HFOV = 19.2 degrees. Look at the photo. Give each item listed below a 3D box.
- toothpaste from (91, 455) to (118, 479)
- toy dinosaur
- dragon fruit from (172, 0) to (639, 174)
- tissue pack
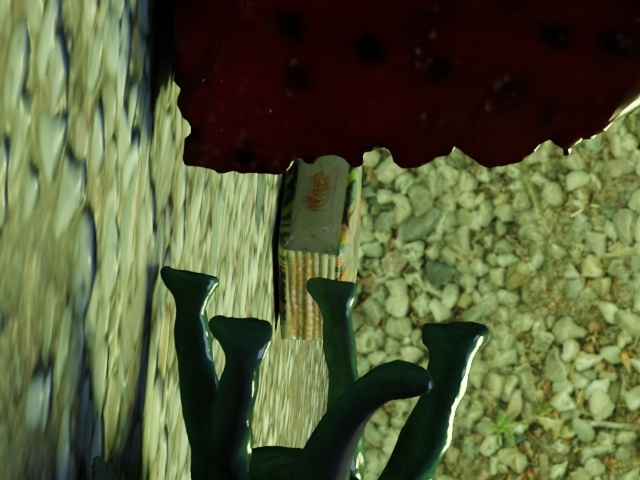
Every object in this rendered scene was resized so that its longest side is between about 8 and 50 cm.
[{"bbox_3d":[-0.067,0.220,0.782,0.299,0.073,0.114,86,-1,-47],"label":"toothpaste"},{"bbox_3d":[-0.018,0.186,0.823,0.383,0.129,0.331,-148,-117,-80],"label":"toy dinosaur"},{"bbox_3d":[0.101,-0.183,0.833,0.286,0.329,0.228,-76,165,-58],"label":"dragon fruit"},{"bbox_3d":[0.000,0.000,1.485,0.148,0.060,0.109,91,5,-59],"label":"tissue pack"}]
